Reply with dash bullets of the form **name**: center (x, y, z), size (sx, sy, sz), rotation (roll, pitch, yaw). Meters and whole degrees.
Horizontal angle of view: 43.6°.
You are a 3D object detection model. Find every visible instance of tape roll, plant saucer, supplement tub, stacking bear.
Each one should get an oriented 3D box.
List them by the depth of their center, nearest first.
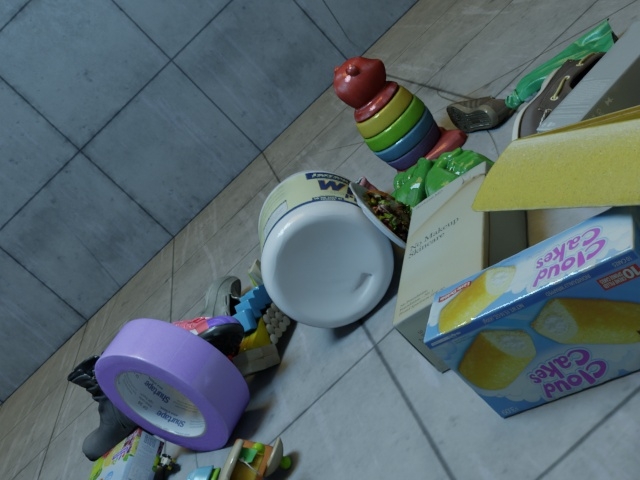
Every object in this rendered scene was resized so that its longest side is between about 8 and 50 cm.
- **plant saucer**: center (0.386, -0.114, 0.912), size (0.333, 0.080, 0.333), rotation (-16, 7, -23)
- **tape roll**: center (-0.271, 0.267, 1.462), size (0.275, 0.275, 0.090), rotation (-25, 25, 46)
- **supplement tub**: center (0.000, 0.000, 1.522), size (0.235, 0.235, 0.325), rotation (-42, 18, 9)
- **stacking bear**: center (0.146, -0.277, 1.725), size (0.164, 0.289, 0.175), rotation (-45, 18, -1)

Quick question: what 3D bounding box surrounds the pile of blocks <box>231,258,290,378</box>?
- **pile of blocks**: center (-0.131, 0.139, 1.646), size (0.113, 0.149, 0.362), rotation (-31, 23, 36)

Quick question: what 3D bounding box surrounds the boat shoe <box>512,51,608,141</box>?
- **boat shoe**: center (0.402, -0.204, 1.293), size (0.097, 0.116, 0.324), rotation (-30, 17, 46)

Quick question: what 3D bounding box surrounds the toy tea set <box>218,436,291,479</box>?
- **toy tea set**: center (-0.104, 0.405, 1.117), size (0.200, 0.124, 0.336), rotation (111, -179, -46)

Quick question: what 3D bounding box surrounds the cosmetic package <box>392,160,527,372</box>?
- **cosmetic package**: center (0.214, 0.030, 1.188), size (0.160, 0.113, 0.309), rotation (-35, 21, 29)

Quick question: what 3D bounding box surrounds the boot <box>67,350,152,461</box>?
- **boot**: center (-0.485, 0.363, 1.807), size (0.338, 0.223, 0.118), rotation (-34, 21, 30)

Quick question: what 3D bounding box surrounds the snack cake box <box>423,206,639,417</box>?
- **snack cake box**: center (0.267, 0.084, 0.883), size (0.264, 0.152, 0.089), rotation (-32, 22, 36)

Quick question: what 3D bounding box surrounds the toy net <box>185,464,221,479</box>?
- **toy net**: center (-0.209, 0.449, 1.188), size (0.122, 0.045, 0.232), rotation (-72, 1, -81)

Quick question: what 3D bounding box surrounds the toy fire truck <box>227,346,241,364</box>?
- **toy fire truck**: center (-0.254, 0.244, 1.704), size (0.135, 0.192, 0.047), rotation (112, -176, -45)

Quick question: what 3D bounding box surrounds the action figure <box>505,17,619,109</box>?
- **action figure**: center (0.451, -0.315, 1.509), size (0.232, 0.063, 0.137), rotation (-28, 26, 33)

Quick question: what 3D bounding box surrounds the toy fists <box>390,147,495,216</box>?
- **toy fists**: center (0.219, -0.098, 1.488), size (0.142, 0.096, 0.279), rotation (-51, 17, -21)

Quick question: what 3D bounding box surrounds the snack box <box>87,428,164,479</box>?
- **snack box**: center (-0.393, 0.488, 1.520), size (0.174, 0.070, 0.207), rotation (-40, 26, 33)

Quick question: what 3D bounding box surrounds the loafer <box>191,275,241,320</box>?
- **loafer**: center (-0.219, 0.171, 1.879), size (0.112, 0.111, 0.319), rotation (-3, 23, 7)

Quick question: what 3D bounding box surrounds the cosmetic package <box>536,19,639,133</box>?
- **cosmetic package**: center (0.448, -0.201, 1.163), size (0.238, 0.127, 0.107), rotation (-48, 17, -3)

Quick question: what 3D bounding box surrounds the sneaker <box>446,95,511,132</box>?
- **sneaker**: center (0.339, -0.271, 1.689), size (0.071, 0.066, 0.188), rotation (-31, 20, -12)

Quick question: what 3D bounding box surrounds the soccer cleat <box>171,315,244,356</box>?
- **soccer cleat**: center (-0.253, 0.193, 1.559), size (0.318, 0.109, 0.116), rotation (-38, 53, 47)

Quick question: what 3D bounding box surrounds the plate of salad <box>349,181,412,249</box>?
- **plate of salad**: center (0.131, -0.040, 1.377), size (0.048, 0.200, 0.200), rotation (-47, 17, 13)

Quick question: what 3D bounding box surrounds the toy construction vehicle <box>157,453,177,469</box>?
- **toy construction vehicle**: center (-0.307, 0.455, 1.531), size (0.098, 0.035, 0.085), rotation (-21, 40, 57)

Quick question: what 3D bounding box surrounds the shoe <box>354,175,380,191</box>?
- **shoe**: center (0.060, -0.058, 1.773), size (0.178, 0.081, 0.063), rotation (-45, 18, -2)
